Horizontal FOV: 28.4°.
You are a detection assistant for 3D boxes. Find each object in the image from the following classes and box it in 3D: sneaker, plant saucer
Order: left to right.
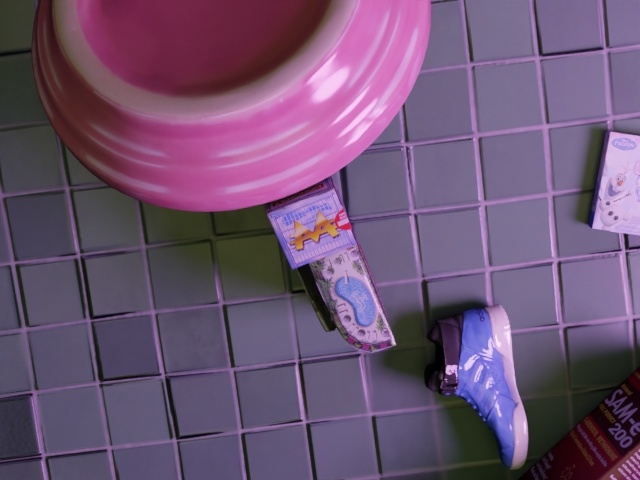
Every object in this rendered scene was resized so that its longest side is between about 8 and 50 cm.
[{"bbox_3d":[-0.080,-0.188,1.008,0.332,0.084,0.332,-4,68,10],"label":"plant saucer"},{"bbox_3d":[0.138,0.140,1.160,0.084,0.058,0.152,-10,96,-5],"label":"sneaker"}]

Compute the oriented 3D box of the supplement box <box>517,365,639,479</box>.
[{"bbox_3d":[0.262,0.212,1.140,0.239,0.130,0.073,-44,97,5],"label":"supplement box"}]

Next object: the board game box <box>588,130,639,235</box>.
[{"bbox_3d":[0.297,-0.049,1.152,0.090,0.020,0.090,9,100,-2],"label":"board game box"}]

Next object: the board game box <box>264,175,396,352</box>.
[{"bbox_3d":[0.000,0.000,1.067,0.060,0.194,0.194,-22,99,3],"label":"board game box"}]
